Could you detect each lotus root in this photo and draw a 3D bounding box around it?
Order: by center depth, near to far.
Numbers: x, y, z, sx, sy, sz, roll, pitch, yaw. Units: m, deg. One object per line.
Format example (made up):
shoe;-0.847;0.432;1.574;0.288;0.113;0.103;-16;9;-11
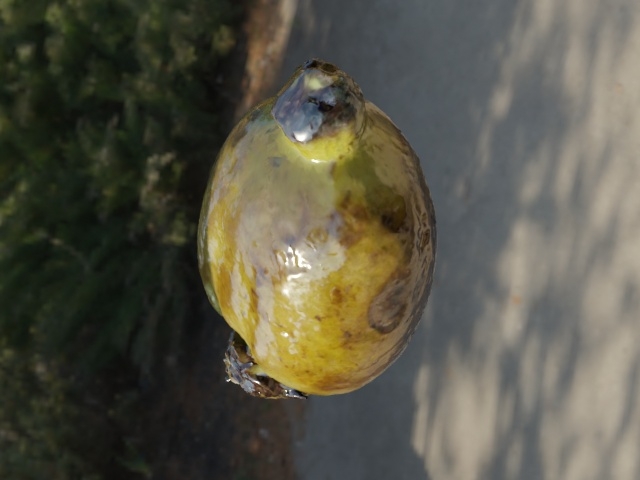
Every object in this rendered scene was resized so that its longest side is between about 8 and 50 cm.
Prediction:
lotus root;0.000;0.000;0.895;0.169;0.141;0.314;52;152;26
